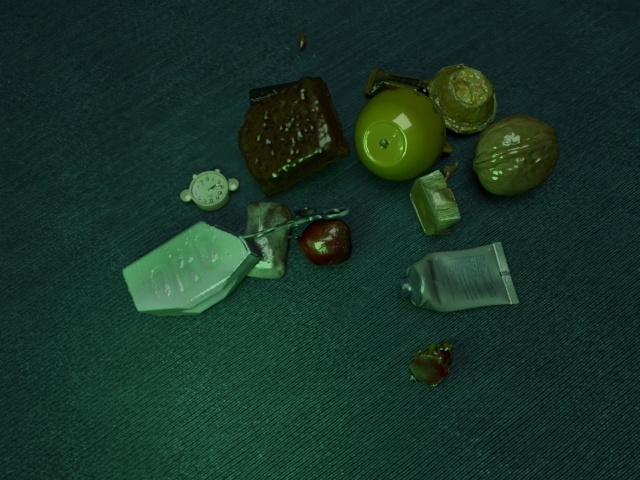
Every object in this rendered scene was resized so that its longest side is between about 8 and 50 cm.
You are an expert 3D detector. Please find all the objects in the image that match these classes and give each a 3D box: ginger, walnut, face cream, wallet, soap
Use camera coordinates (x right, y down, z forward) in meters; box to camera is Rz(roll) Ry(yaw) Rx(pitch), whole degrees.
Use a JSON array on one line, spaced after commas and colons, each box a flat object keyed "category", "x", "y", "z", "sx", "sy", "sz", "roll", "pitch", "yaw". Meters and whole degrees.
[{"category": "ginger", "x": 0.501, "y": -0.276, "z": 1.895, "sx": 0.048, "sy": 0.030, "sz": 0.097, "roll": 43, "pitch": 79, "yaw": -14}, {"category": "walnut", "x": 0.710, "y": -0.312, "z": 1.775, "sx": 0.313, "sy": 0.277, "sz": 0.252, "roll": -15, "pitch": 33, "yaw": -8}, {"category": "face cream", "x": 0.483, "y": 0.138, "z": 1.721, "sx": 0.420, "sy": 0.137, "sz": 0.235, "roll": -7, "pitch": 70, "yaw": -9}, {"category": "wallet", "x": -0.137, "y": -0.589, "z": 2.020, "sx": 0.321, "sy": 0.044, "sz": 0.170, "roll": -9, "pitch": 73, "yaw": 0}, {"category": "soap", "x": -0.439, "y": 0.102, "z": 1.701, "sx": 0.446, "sy": 0.156, "sz": 0.261, "roll": -30, "pitch": 72, "yaw": 4}]

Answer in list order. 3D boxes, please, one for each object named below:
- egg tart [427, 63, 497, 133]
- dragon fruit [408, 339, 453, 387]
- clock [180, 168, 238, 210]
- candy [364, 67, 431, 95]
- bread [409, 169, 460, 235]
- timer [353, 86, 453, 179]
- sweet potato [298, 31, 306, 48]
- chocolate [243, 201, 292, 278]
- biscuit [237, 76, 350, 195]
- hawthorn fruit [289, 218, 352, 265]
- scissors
[{"category": "egg tart", "x": 0.575, "y": -0.572, "z": 1.910, "sx": 0.315, "sy": 0.120, "sz": 0.315, "roll": 2, "pitch": 77, "yaw": -9}, {"category": "dragon fruit", "x": 0.388, "y": 0.415, "z": 1.630, "sx": 0.175, "sy": 0.142, "sz": 0.138, "roll": -35, "pitch": 113, "yaw": -28}, {"category": "clock", "x": -0.431, "y": -0.194, "z": 1.893, "sx": 0.229, "sy": 0.063, "sz": 0.156, "roll": -15, "pitch": 69, "yaw": -5}, {"category": "candy", "x": 0.316, "y": -0.627, "z": 1.987, "sx": 0.271, "sy": 0.101, "sz": 0.143, "roll": 21, "pitch": 68, "yaw": 15}, {"category": "bread", "x": 0.421, "y": -0.130, "z": 1.763, "sx": 0.109, "sy": 0.192, "sz": 0.210, "roll": -18, "pitch": 71, "yaw": -6}, {"category": "timer", "x": 0.307, "y": -0.406, "z": 1.811, "sx": 0.376, "sy": 0.376, "sz": 0.387, "roll": 33, "pitch": 33, "yaw": 12}, {"category": "sweet potato", "x": -0.080, "y": -0.879, "z": 2.121, "sx": 0.034, "sy": 0.034, "sz": 0.095, "roll": 0, "pitch": 72, "yaw": 3}, {"category": "chocolate", "x": -0.207, "y": -0.011, "z": 1.806, "sx": 0.185, "sy": 0.100, "sz": 0.303, "roll": 5, "pitch": 75, "yaw": 1}, {"category": "biscuit", "x": -0.116, "y": -0.393, "z": 1.813, "sx": 0.395, "sy": 0.166, "sz": 0.343, "roll": -27, "pitch": 73, "yaw": 24}, {"category": "hawthorn fruit", "x": 0.000, "y": 0.000, "z": 1.753, "sx": 0.235, "sy": 0.181, "sz": 0.181, "roll": 6, "pitch": 72, "yaw": 4}, {"category": "scissors", "x": -0.099, "y": -0.061, "z": 1.679, "sx": 0.383, "sy": 0.256, "sz": 0.029, "roll": -23, "pitch": 110, "yaw": -41}]
